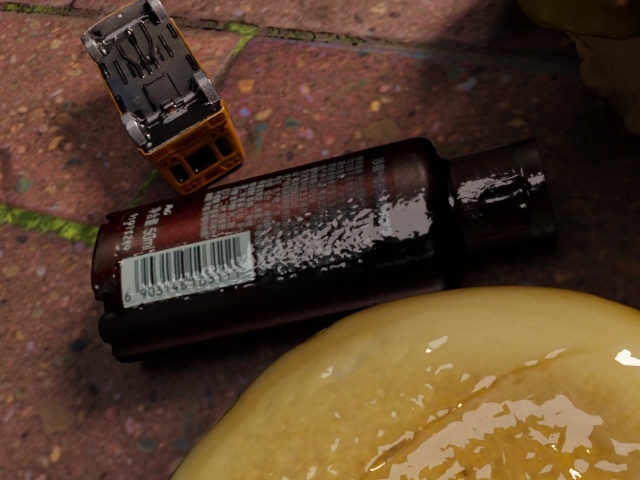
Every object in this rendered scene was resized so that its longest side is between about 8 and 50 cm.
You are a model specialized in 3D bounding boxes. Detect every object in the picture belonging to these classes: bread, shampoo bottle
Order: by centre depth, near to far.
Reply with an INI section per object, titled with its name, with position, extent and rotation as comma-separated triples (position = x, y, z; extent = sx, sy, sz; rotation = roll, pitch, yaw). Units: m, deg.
[bread]
position = 0.068, 0.169, 0.458
extent = 0.333, 0.160, 0.333
rotation = -11, 50, 14
[shampoo bottle]
position = 0.000, 0.000, 0.670
extent = 0.323, 0.084, 0.129
rotation = -14, 54, 13

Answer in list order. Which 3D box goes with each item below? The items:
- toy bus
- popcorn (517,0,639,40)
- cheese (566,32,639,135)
[toy bus]
position = -0.139, -0.132, 0.829
extent = 0.083, 0.088, 0.194
rotation = -31, 51, -1
[popcorn]
position = 0.183, -0.239, 0.462
extent = 0.321, 0.290, 0.325
rotation = -58, 12, -23
[cheese]
position = 0.234, -0.206, 0.695
extent = 0.233, 0.127, 0.266
rotation = -27, 48, 2
